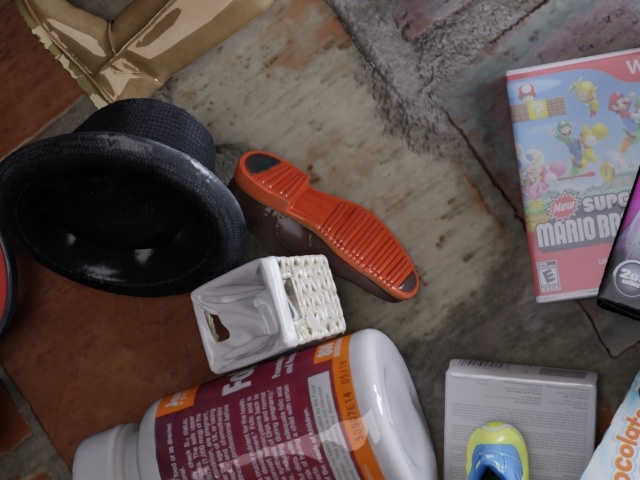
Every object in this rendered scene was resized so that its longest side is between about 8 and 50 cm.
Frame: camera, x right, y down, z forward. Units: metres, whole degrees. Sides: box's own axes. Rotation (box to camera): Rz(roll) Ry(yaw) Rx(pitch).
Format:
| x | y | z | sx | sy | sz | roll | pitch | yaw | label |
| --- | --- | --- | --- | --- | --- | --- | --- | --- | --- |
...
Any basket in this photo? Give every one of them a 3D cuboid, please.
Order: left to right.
| x | y | z | sx | sy | sz | roll | pitch | yaw | label |
| --- | --- | --- | --- | --- | --- | --- | --- | --- | --- |
| -0.062 | 0.087 | 1.902 | 0.167 | 0.103 | 0.113 | -24 | 79 | 49 | basket |

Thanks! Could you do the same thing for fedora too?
| x | y | z | sx | sy | sz | roll | pitch | yaw | label |
| --- | --- | --- | --- | --- | --- | --- | --- | --- | --- |
| -0.236 | -0.070 | 1.947 | 0.334 | 0.334 | 0.153 | 5 | 52 | 16 | fedora |

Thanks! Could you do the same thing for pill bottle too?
| x | y | z | sx | sy | sz | roll | pitch | yaw | label |
| --- | --- | --- | --- | --- | --- | --- | --- | --- | --- |
| -0.078 | 0.265 | 1.869 | 0.392 | 0.224 | 0.224 | -19 | 82 | 13 | pill bottle |

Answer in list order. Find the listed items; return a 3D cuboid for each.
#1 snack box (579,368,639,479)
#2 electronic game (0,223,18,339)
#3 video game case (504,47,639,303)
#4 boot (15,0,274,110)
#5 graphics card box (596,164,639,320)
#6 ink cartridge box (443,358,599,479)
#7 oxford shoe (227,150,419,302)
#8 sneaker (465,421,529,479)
| x | y | z | sx | sy | sz | roll | pitch | yaw | label |
| --- | --- | --- | --- | --- | --- | --- | --- | --- | --- |
| 0.398 | 0.266 | 1.754 | 0.187 | 0.060 | 0.322 | 27 | 68 | 15 | snack box |
| -0.479 | 0.042 | 2.048 | 0.229 | 0.048 | 0.229 | 5 | 99 | 34 | electronic game |
| 0.339 | -0.079 | 1.875 | 0.204 | 0.025 | 0.285 | -9 | 84 | 15 | video game case |
| -0.224 | -0.310 | 2.015 | 0.269 | 0.089 | 0.236 | -41 | 88 | 10 | boot |
| 0.477 | -0.064 | 1.774 | 0.232 | 0.094 | 0.371 | 20 | 86 | 11 | graphics card box |
| 0.238 | 0.260 | 1.882 | 0.181 | 0.056 | 0.225 | 4 | 107 | 15 | ink cartridge box |
| 0.000 | 0.000 | 1.945 | 0.271 | 0.097 | 0.098 | 37 | 127 | 10 | oxford shoe |
| 0.203 | 0.337 | 1.817 | 0.091 | 0.126 | 0.240 | -8 | 102 | 17 | sneaker |
